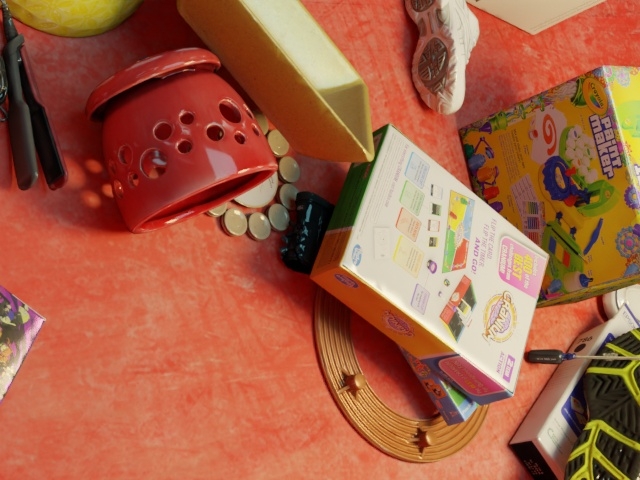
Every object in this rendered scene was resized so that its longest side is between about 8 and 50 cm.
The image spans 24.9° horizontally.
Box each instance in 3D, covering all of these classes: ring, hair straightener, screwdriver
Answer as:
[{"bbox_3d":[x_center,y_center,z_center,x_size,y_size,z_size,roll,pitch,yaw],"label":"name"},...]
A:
[{"bbox_3d":[0.127,0.134,1.969,0.337,0.032,0.336,18,63,-38],"label":"ring"},{"bbox_3d":[-0.351,-0.165,1.630,0.089,0.047,0.230,-6,78,-44],"label":"hair straightener"},{"bbox_3d":[0.385,0.166,2.106,0.024,0.170,0.025,30,57,-66],"label":"screwdriver"}]

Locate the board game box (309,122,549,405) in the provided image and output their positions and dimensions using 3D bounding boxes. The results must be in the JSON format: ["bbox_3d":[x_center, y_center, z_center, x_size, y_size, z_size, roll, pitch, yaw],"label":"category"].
[{"bbox_3d":[0.152,0.034,1.908,0.316,0.064,0.242,38,52,-23],"label":"board game box"}]

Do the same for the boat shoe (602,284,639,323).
[{"bbox_3d":[0.563,0.134,2.326,0.267,0.088,0.096,34,55,-29],"label":"boat shoe"}]

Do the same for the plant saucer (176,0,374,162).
[{"bbox_3d":[-0.067,-0.251,1.820,0.333,0.081,0.332,49,14,-17],"label":"plant saucer"}]

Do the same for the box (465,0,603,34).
[{"bbox_3d":[0.337,-0.431,2.264,0.182,0.181,0.119,19,63,-37],"label":"box"}]

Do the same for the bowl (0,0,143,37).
[{"bbox_3d":[-0.280,-0.401,1.708,0.289,0.156,0.289,17,63,-37],"label":"bowl"}]

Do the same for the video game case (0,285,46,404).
[{"bbox_3d":[-0.414,0.115,1.473,0.210,0.042,0.232,42,51,-25],"label":"video game case"}]

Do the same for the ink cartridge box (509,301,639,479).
[{"bbox_3d":[0.412,0.255,2.162,0.165,0.065,0.332,55,48,-12],"label":"ink cartridge box"}]

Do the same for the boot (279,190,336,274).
[{"bbox_3d":[0.001,0.000,1.893,0.121,0.045,0.099,28,63,-42],"label":"boot"}]

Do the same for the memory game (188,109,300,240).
[{"bbox_3d":[-0.097,-0.089,1.859,0.186,0.012,0.186,17,64,-37],"label":"memory game"}]

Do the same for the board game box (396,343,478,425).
[{"bbox_3d":[0.169,0.119,1.964,0.160,0.039,0.211,-42,103,-42],"label":"board game box"}]

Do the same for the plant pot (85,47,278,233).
[{"bbox_3d":[-0.166,-0.121,1.686,0.191,0.191,0.174,-18,84,-45],"label":"plant pot"}]

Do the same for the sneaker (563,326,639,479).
[{"bbox_3d":[0.448,0.276,2.072,0.384,0.145,0.147,-57,134,-37],"label":"sneaker"}]

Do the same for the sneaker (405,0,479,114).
[{"bbox_3d":[0.198,-0.292,2.154,0.115,0.090,0.232,13,67,-43],"label":"sneaker"}]

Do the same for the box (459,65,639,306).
[{"bbox_3d":[0.388,-0.071,2.110,0.177,0.279,0.289,-4,78,-43],"label":"box"}]
